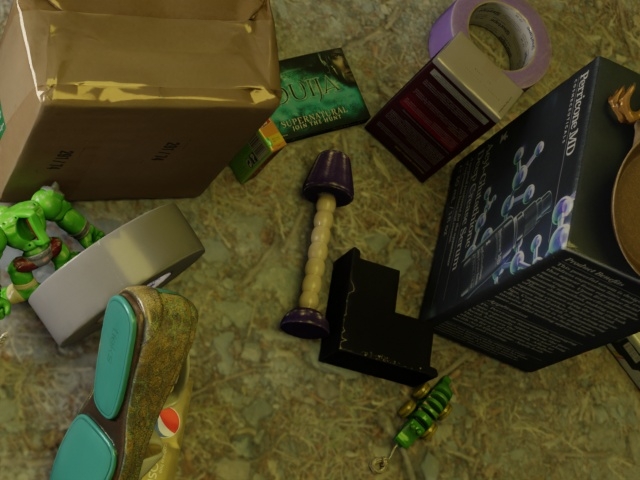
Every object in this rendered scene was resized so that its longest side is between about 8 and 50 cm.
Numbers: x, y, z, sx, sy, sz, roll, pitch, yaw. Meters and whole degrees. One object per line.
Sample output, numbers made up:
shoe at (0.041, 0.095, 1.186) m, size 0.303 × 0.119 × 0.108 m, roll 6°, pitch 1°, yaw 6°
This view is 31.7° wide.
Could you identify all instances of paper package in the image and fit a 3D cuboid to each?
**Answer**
paper package at (-0.251, -0.181, 1.427) m, size 0.309 × 0.325 × 0.168 m, roll -3°, pitch 73°, yaw -25°

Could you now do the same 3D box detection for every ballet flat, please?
ballet flat at (-0.227, 0.210, 1.335) m, size 0.123 × 0.349 × 0.123 m, roll 18°, pitch 21°, yaw -7°

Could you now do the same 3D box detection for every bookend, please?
bookend at (0.091, 0.111, 1.618) m, size 0.156 × 0.072 × 0.157 m, roll 17°, pitch 65°, yaw -19°

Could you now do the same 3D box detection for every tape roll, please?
tape roll at (0.278, -0.318, 1.849) m, size 0.189 × 0.080 × 0.189 m, roll 8°, pitch 69°, yaw -22°
tape roll at (-0.252, 0.044, 1.407) m, size 0.219 × 0.219 × 0.072 m, roll -34°, pitch 88°, yaw -29°

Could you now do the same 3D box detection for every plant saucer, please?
plant saucer at (0.422, -0.037, 1.363) m, size 0.198 × 0.036 × 0.199 m, roll 1°, pitch 89°, yaw -25°

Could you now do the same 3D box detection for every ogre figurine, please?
ogre figurine at (-0.366, 0.006, 1.425) m, size 0.197 × 0.097 × 0.118 m, roll -27°, pitch 122°, yaw -21°

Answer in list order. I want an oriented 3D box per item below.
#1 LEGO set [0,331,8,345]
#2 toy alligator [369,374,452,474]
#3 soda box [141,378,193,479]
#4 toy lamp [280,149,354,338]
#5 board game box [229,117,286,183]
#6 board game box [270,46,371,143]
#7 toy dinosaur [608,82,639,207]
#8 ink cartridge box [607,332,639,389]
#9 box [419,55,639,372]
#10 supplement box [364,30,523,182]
LEGO set at (-0.476, 0.172, 1.326) m, size 0.182 × 0.060 × 0.244 m, roll 17°, pitch 47°, yaw -24°
toy alligator at (0.139, 0.258, 1.599) m, size 0.056 × 0.051 × 0.190 m, roll 45°, pitch 61°, yaw -3°
soda box at (-0.212, 0.263, 1.437) m, size 0.058 × 0.061 × 0.181 m, roll 16°, pitch 66°, yaw -19°
toy lamp at (0.000, 0.000, 1.614) m, size 0.080 × 0.080 × 0.275 m, roll 16°, pitch 66°, yaw -18°
board game box at (-0.148, -0.216, 1.599) m, size 0.039 × 0.124 × 0.259 m, roll -32°, pitch 87°, yaw -31°
board game box at (-0.027, -0.218, 1.710) m, size 0.186 × 0.026 × 0.126 m, roll -18°, pitch 80°, yaw -28°
toy dinosaur at (0.407, -0.138, 1.398) m, size 0.112 × 0.064 × 0.211 m, roll 39°, pitch 62°, yaw -6°
ink cartridge box at (0.532, 0.151, 1.797) m, size 0.127 × 0.072 × 0.175 m, roll -36°, pitch 89°, yaw -29°
box at (0.341, -0.018, 1.590) m, size 0.212 × 0.395 × 0.294 m, roll 23°, pitch 64°, yaw -15°
supplement box at (0.178, -0.192, 1.667) m, size 0.130 × 0.239 × 0.073 m, roll 43°, pitch 60°, yaw -5°
